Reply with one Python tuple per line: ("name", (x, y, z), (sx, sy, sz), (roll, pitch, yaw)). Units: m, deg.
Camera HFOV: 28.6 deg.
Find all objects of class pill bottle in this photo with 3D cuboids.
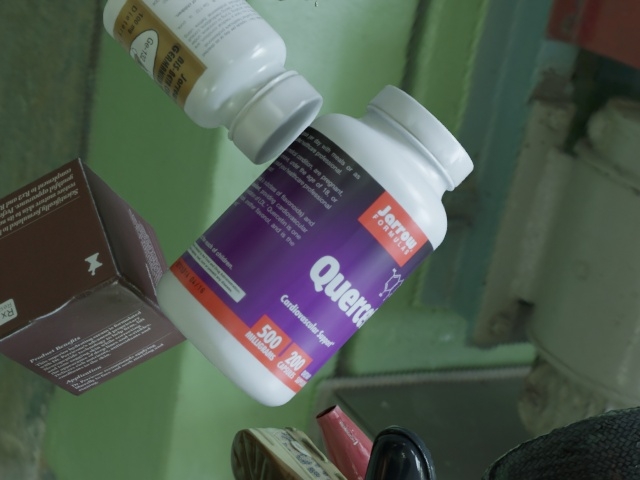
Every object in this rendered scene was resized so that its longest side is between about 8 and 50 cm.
("pill bottle", (0.000, 0.000, 1.272), (0.323, 0.181, 0.181), (-46, 129, -2))
("pill bottle", (-0.112, -0.195, 1.341), (0.131, 0.229, 0.131), (-43, 172, -8))

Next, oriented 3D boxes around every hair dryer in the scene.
("hair dryer", (0.025, 0.366, 1.677), (0.223, 0.080, 0.294), (14, 69, -32))

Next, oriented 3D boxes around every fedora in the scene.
("fedora", (0.241, 0.212, 0.942), (0.334, 0.153, 0.334), (-8, 158, -3))

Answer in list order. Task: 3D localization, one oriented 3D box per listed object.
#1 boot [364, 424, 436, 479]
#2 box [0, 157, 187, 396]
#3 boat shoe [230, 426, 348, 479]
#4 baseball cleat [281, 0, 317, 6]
("boot", (0.058, 0.374, 1.568), (0.207, 0.094, 0.247), (-13, 108, -58))
("box", (-0.277, 0.047, 1.433), (0.168, 0.167, 0.203), (-27, 151, 6))
("boat shoe", (0.014, 0.289, 1.335), (0.089, 0.285, 0.105), (-8, 129, -38))
("baseball cleat", (0.042, -0.271, 1.132), (0.205, 0.072, 0.109), (-12, 101, -31))
